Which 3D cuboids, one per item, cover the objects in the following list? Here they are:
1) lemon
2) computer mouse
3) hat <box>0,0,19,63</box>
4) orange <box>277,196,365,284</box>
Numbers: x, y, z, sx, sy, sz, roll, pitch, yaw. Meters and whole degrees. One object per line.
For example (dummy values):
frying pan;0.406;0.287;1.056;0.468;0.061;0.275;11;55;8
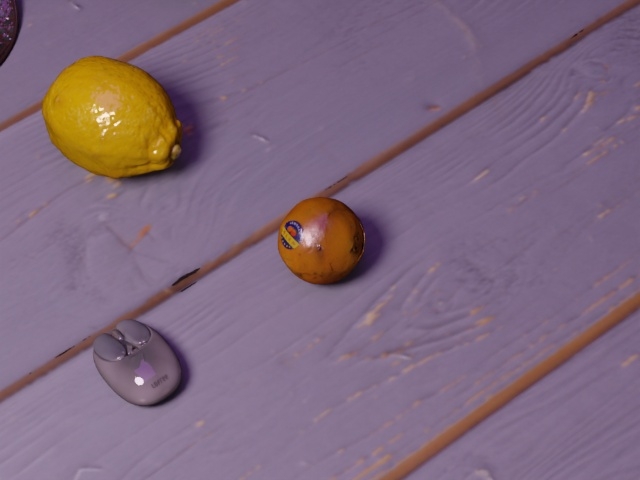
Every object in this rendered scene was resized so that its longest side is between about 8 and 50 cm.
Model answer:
lemon;-0.203;-0.118;1.445;0.155;0.114;0.114;31;61;19
computer mouse;-0.166;0.106;1.320;0.066;0.039;0.096;-32;58;-19
hat;-0.427;-0.242;1.575;0.193;0.082;0.193;17;60;-32
orange;0.001;0.000;1.364;0.083;0.083;0.084;-2;54;2
